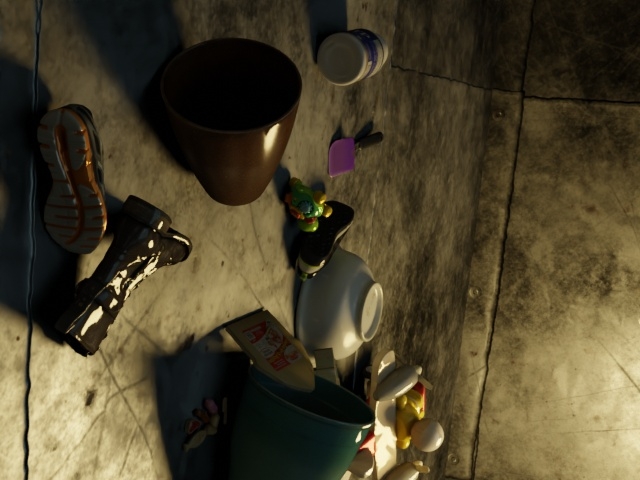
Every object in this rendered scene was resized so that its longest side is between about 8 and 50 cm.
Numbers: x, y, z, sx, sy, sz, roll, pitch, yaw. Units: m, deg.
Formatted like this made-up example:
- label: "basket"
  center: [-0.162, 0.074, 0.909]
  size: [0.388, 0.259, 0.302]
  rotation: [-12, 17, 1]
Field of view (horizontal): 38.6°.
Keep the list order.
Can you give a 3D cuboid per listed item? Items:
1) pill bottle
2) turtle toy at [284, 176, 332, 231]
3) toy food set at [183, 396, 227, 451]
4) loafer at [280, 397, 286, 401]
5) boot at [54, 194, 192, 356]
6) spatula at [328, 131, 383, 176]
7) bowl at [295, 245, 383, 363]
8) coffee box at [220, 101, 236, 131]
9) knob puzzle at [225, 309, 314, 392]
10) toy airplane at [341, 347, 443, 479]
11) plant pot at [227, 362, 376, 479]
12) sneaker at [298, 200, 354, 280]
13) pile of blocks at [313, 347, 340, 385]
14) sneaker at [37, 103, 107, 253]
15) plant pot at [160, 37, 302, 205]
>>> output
- label: "pill bottle"
  center: [0.078, -0.406, 2.003]
  size: [0.187, 0.112, 0.112]
  rotation: [-35, 130, -61]
- label: "turtle toy"
  center: [-0.030, -0.068, 1.918]
  size: [0.066, 0.095, 0.130]
  rotation: [-49, 147, -17]
- label: "toy food set"
  center: [-0.218, 0.335, 1.699]
  size: [0.122, 0.019, 0.078]
  rotation: [-21, 117, -56]
- label: "loafer"
  center: [-0.077, 0.425, 1.996]
  size: [0.078, 0.076, 0.223]
  rotation: [-24, 117, -55]
- label: "boot"
  center: [-0.294, 0.064, 1.333]
  size: [0.229, 0.091, 0.263]
  rotation: [-61, 169, -11]
- label: "spatula"
  center: [0.091, -0.225, 2.212]
  size: [0.296, 0.030, 0.084]
  rotation: [-36, 129, -60]
- label: "bowl"
  center: [0.061, 0.158, 2.156]
  size: [0.298, 0.134, 0.297]
  rotation: [10, 90, -68]
- label: "coffee box"
  center: [-0.143, -0.193, 1.642]
  size: [0.113, 0.040, 0.184]
  rotation: [-56, 147, -46]
- label: "knob puzzle"
  center: [-0.087, 0.230, 1.801]
  size: [0.030, 0.213, 0.213]
  rotation: [-48, 168, 21]
- label: "toy airplane"
  center: [0.183, 0.499, 2.398]
  size: [0.386, 0.272, 0.384]
  rotation: [48, 55, -63]
- label: "plant pot"
  center: [-0.062, 0.415, 1.815]
  size: [0.272, 0.272, 0.255]
  rotation: [6, 106, -68]
- label: "sneaker"
  center: [0.000, 0.000, 2.053]
  size: [0.234, 0.084, 0.097]
  rotation: [-54, 170, -46]
- label: "pile of blocks"
  center: [-0.007, 0.373, 2.130]
  size: [0.149, 0.113, 0.362]
  rotation: [-96, 178, -53]
- label: "sneaker"
  center: [-0.319, -0.081, 1.216]
  size: [0.083, 0.084, 0.214]
  rotation: [-78, 174, -62]
- label: "plant pot"
  center: [-0.142, -0.169, 1.483]
  size: [0.230, 0.215, 0.215]
  rotation: [96, 17, -51]
